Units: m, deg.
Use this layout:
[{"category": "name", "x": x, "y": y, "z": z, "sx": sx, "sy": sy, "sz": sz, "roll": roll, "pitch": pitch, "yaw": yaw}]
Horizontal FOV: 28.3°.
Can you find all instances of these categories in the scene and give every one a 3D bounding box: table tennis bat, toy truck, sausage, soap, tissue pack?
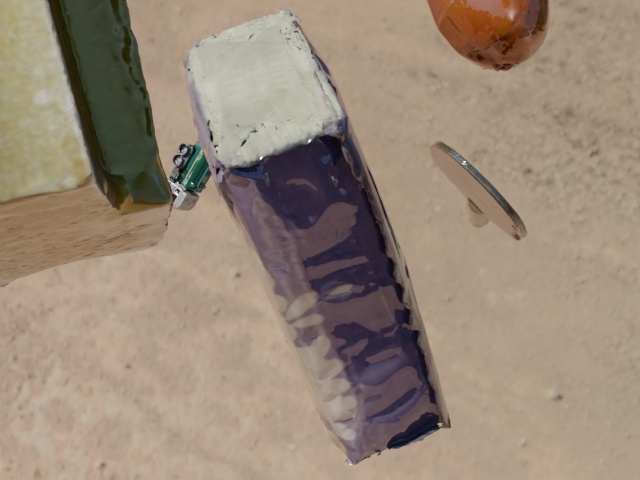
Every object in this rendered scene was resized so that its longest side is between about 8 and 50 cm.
[{"category": "table tennis bat", "x": 0.165, "y": -0.043, "z": 1.328, "sx": 0.022, "sy": 0.234, "sz": 0.131, "roll": -45, "pitch": 78, "yaw": -1}, {"category": "toy truck", "x": -0.144, "y": -0.071, "z": 1.408, "sx": 0.044, "sy": 0.083, "sz": 0.039, "roll": 39, "pitch": 15, "yaw": 28}, {"category": "sausage", "x": 0.180, "y": -0.300, "z": 1.438, "sx": 0.133, "sy": 0.133, "sz": 0.258, "roll": -2, "pitch": 48, "yaw": -21}, {"category": "soap", "x": -0.167, "y": -0.129, "z": 0.595, "sx": 0.143, "sy": 0.259, "sz": 0.281, "roll": -13, "pitch": 85, "yaw": -5}, {"category": "tissue pack", "x": 0.000, "y": 0.000, "z": 1.115, "sx": 0.125, "sy": 0.344, "sz": 0.242, "roll": -22, "pitch": 34, "yaw": -1}]
